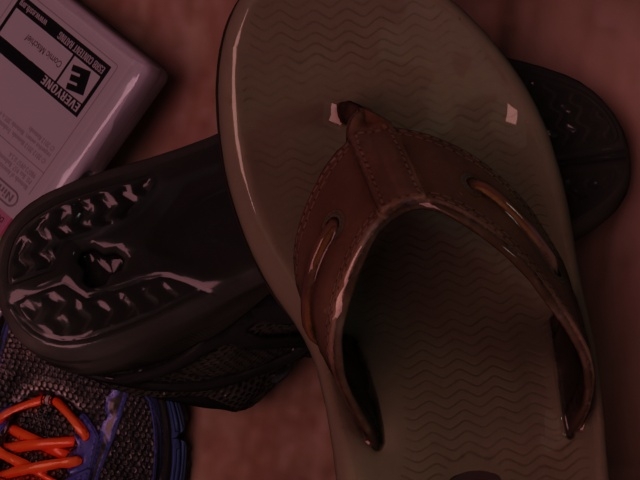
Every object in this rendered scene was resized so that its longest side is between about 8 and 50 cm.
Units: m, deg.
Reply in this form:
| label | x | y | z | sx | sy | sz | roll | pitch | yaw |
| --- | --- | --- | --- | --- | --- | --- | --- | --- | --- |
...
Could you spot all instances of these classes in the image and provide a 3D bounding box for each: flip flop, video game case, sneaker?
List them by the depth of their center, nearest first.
| label | x | y | z | sx | sy | sz | roll | pitch | yaw |
| --- | --- | --- | --- | --- | --- | --- | --- | --- | --- |
| flip flop | 0.035 | 0.027 | 0.619 | 0.112 | 0.080 | 0.277 | -8 | 68 | -5 |
| sneaker | 0.000 | 0.000 | 0.737 | 0.227 | 0.130 | 0.087 | -20 | 77 | -3 |
| sneaker | -0.109 | 0.123 | 0.783 | 0.083 | 0.087 | 0.221 | 4 | 93 | 25 |
| video game case | -0.192 | -0.050 | 0.831 | 0.212 | 0.023 | 0.193 | 39 | 98 | 24 |
